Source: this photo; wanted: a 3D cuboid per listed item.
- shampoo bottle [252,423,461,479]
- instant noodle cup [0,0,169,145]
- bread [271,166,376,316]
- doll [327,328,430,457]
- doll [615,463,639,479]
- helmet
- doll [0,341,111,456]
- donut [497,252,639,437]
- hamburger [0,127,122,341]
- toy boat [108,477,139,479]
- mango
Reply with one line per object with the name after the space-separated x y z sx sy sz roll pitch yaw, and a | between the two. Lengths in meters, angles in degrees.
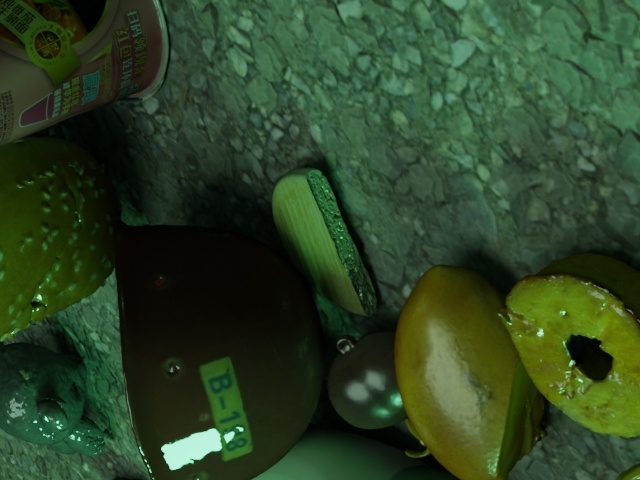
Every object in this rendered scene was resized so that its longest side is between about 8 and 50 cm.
0.069 0.334 1.636 0.350 0.151 0.221 5 126 45 | shampoo bottle
-0.340 -0.220 1.564 0.244 0.255 0.243 26 134 30 | instant noodle cup
-0.004 -0.003 1.547 0.112 0.036 0.193 6 126 51 | bread
0.087 0.178 1.537 0.145 0.096 0.188 -14 119 27 | doll
0.430 0.364 1.307 0.365 0.094 0.160 51 136 3 | doll
-0.107 0.142 1.593 0.337 0.230 0.384 -109 8 -67 | helmet
-0.440 0.246 2.166 0.246 0.158 0.340 38 170 13 | doll
0.267 0.093 1.289 0.174 0.075 0.190 -20 107 51 | donut
-0.432 -0.043 1.676 0.268 0.445 0.286 21 123 31 | hamburger
-0.320 0.423 2.222 0.149 0.047 0.048 -6 105 48 | toy boat
0.156 0.139 1.407 0.154 0.126 0.252 -2 116 36 | mango
